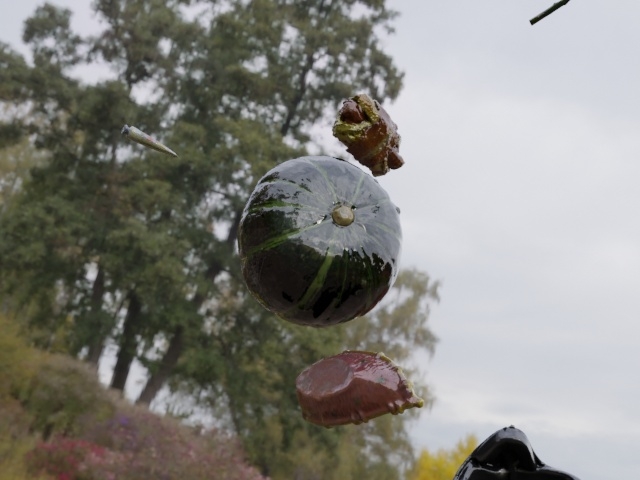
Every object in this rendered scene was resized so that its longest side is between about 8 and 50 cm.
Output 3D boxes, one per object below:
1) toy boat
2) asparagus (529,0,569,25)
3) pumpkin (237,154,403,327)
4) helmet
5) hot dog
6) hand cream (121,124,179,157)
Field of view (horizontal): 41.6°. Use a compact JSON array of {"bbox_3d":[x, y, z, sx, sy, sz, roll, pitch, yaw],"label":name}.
[{"bbox_3d":[0.041,0.245,1.378,0.099,0.141,0.318,32,-25,-22],"label":"toy boat"},{"bbox_3d":[0.402,-0.392,1.331,0.162,0.016,0.016,-35,-79,17],"label":"asparagus"},{"bbox_3d":[0.000,0.000,1.552,0.323,0.323,0.241,21,-24,-20],"label":"pumpkin"},{"bbox_3d":[0.303,0.403,1.271,0.215,0.193,0.189,2,19,0],"label":"helmet"},{"bbox_3d":[0.118,-0.237,1.911,0.213,0.146,0.103,37,-26,-31],"label":"hot dog"},{"bbox_3d":[-0.285,-0.164,1.411,0.102,0.022,0.035,26,-8,-31],"label":"hand cream"}]
